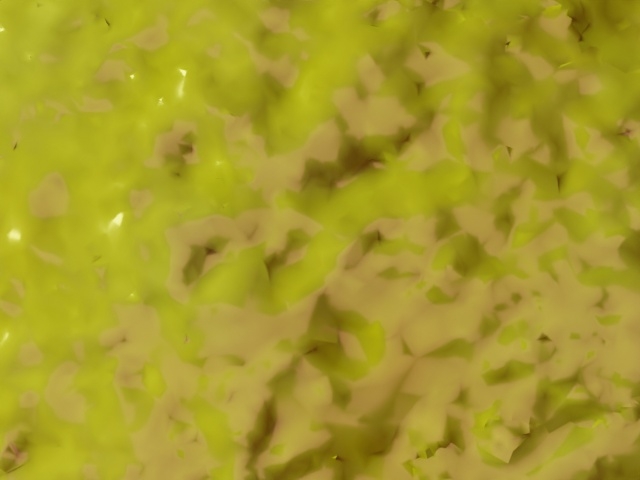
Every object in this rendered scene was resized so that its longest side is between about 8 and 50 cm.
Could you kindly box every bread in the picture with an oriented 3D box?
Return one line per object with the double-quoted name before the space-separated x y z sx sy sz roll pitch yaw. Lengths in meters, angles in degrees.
"bread" 0.000 0.000 0.571 0.348 0.308 0.348 -1 95 -7
